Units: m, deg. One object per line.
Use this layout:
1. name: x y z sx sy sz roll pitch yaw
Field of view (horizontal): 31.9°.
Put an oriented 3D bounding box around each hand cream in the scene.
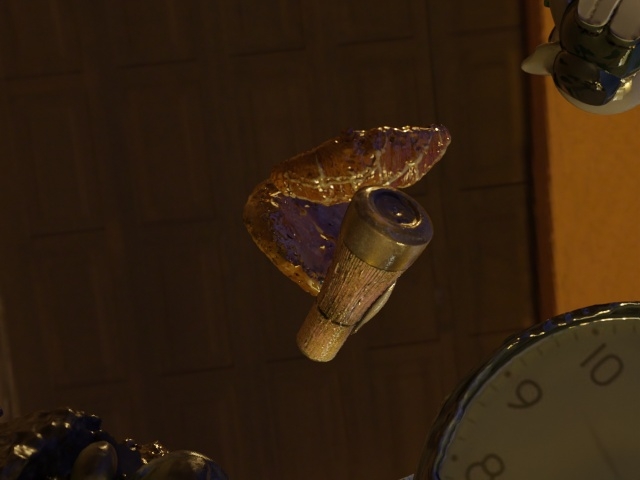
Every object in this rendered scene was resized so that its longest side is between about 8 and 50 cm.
1. hand cream: 0.031 0.043 1.097 0.084 0.084 0.203 -103 -146 -49

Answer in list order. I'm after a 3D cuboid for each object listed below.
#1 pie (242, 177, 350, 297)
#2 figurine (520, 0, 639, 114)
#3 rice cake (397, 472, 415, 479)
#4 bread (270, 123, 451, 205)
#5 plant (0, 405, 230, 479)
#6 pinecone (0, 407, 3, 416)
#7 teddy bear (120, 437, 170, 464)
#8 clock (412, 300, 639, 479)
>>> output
1. pie: 0.000 -0.001 1.744 0.069 0.273 0.273 -45 -139 36
2. figurine: 0.240 -0.162 0.927 0.192 0.147 0.126 48 63 -74
3. rice cake: 0.096 0.312 1.401 0.021 0.022 0.121 53 25 18
4. bread: 0.056 -0.090 1.386 0.105 0.233 0.076 83 -9 -61
5. plant: -0.162 0.205 0.821 0.149 0.274 0.146 -55 129 -34
6. pinecone: -0.386 0.263 1.142 0.229 0.202 0.201 13 69 -52
7. teddy bear: -0.229 0.387 1.474 0.129 0.182 0.251 -39 132 -58
8. clock: 0.214 0.192 0.743 0.061 0.313 0.312 92 -10 -74
